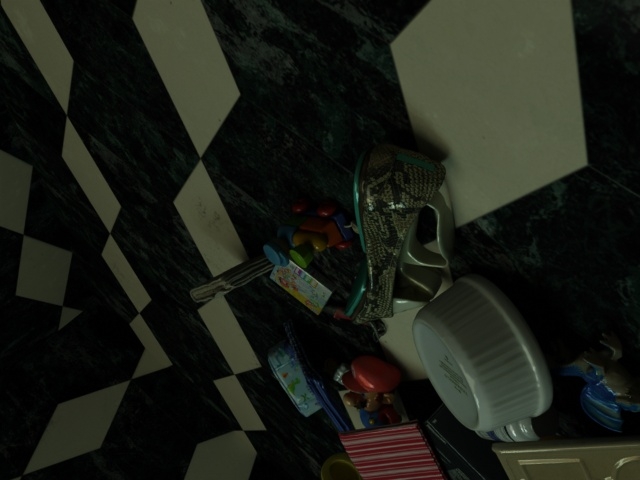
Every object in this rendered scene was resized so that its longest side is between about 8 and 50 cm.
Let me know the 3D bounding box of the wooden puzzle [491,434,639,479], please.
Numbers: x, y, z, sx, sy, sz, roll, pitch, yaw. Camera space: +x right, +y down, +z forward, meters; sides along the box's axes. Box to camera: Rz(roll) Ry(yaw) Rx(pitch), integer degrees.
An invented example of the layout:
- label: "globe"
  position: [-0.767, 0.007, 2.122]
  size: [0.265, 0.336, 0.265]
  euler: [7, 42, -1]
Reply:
- label: "wooden puzzle"
  position: [0.507, 0.432, 1.252]
  size: [0.322, 0.080, 0.347]
  euler: [-13, 123, 32]

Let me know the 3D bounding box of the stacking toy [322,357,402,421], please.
- label: "stacking toy"
  position: [0.115, 0.406, 1.956]
  size: [0.221, 0.052, 0.167]
  euler: [50, 156, -10]

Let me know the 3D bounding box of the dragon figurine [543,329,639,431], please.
- label: "dragon figurine"
  position: [0.464, 0.238, 1.133]
  size: [0.289, 0.085, 0.144]
  euler: [40, 156, 25]

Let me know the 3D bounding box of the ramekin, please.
- label: "ramekin"
  position: [0.265, 0.202, 1.247]
  size: [0.273, 0.127, 0.273]
  euler: [60, 167, 24]

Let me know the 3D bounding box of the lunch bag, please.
- label: "lunch bag"
  position: [-0.067, 0.390, 2.094]
  size: [0.219, 0.090, 0.176]
  euler: [57, 179, 1]

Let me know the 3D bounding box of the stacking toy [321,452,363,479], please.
- label: "stacking toy"
  position: [0.183, 0.652, 1.902]
  size: [0.309, 0.279, 0.130]
  euler: [32, 140, 30]

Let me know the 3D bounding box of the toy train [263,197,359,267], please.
- label: "toy train"
  position: [0.000, 0.000, 1.449]
  size: [0.248, 0.143, 0.105]
  euler: [11, 136, 52]

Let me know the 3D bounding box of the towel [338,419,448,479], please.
- label: "towel"
  position: [0.180, 0.523, 1.693]
  size: [0.199, 0.031, 0.274]
  euler: [-14, 123, 20]

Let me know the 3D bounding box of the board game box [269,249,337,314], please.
- label: "board game box"
  position: [-0.043, 0.099, 1.744]
  size: [0.154, 0.026, 0.103]
  euler: [37, 137, 9]

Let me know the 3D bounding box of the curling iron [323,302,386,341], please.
- label: "curling iron"
  position: [0.056, 0.184, 1.746]
  size: [0.274, 0.035, 0.068]
  euler: [16, 140, 47]

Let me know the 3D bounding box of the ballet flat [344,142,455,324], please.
- label: "ballet flat"
  position: [0.142, 0.026, 1.288]
  size: [0.182, 0.164, 0.482]
  euler: [14, 144, 9]

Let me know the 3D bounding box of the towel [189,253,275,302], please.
- label: "towel"
  position: [-0.218, 0.095, 1.870]
  size: [0.049, 0.187, 0.282]
  euler: [64, 153, -3]

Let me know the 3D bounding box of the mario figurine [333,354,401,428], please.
- label: "mario figurine"
  position: [0.111, 0.422, 1.782]
  size: [0.198, 0.170, 0.320]
  euler: [5, 126, 27]

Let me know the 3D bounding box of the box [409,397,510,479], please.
- label: "box"
  position: [0.336, 0.490, 1.668]
  size: [0.261, 0.103, 0.184]
  euler: [45, 158, 6]

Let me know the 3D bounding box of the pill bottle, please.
- label: "pill bottle"
  position: [0.379, 0.347, 1.410]
  size: [0.094, 0.094, 0.169]
  euler: [52, 154, -9]

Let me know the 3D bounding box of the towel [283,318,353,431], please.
- label: "towel"
  position: [-0.001, 0.372, 1.954]
  size: [0.243, 0.040, 0.336]
  euler: [59, 179, -25]
